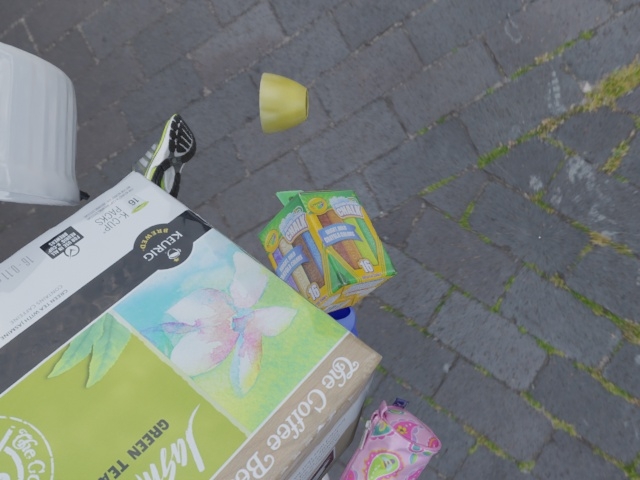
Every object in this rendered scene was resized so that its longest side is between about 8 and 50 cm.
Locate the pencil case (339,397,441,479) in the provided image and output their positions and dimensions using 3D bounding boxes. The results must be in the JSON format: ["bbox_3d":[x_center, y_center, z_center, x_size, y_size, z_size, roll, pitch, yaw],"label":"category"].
[{"bbox_3d":[0.077,0.402,1.015,0.124,0.124,0.284,33,100,16],"label":"pencil case"}]

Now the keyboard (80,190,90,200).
[{"bbox_3d":[-0.410,-0.096,0.857,0.108,0.180,0.023,24,83,16],"label":"keyboard"}]

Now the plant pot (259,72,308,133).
[{"bbox_3d":[-0.077,-0.303,1.376,0.095,0.134,0.134,1,91,5],"label":"plant pot"}]

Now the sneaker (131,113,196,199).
[{"bbox_3d":[-0.402,-0.200,1.537,0.121,0.111,0.299,-8,46,24],"label":"sneaker"}]

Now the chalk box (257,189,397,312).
[{"bbox_3d":[0.000,0.000,1.013,0.132,0.132,0.213,-42,68,41],"label":"chalk box"}]

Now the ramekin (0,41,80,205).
[{"bbox_3d":[-0.378,-0.116,0.612,0.277,0.277,0.135,5,89,19],"label":"ramekin"}]

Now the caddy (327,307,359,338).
[{"bbox_3d":[-0.076,0.221,1.279,0.341,0.241,0.179,-8,114,29],"label":"caddy"}]

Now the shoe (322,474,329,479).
[{"bbox_3d":[-0.051,0.396,1.102,0.178,0.081,0.063,62,142,18],"label":"shoe"}]

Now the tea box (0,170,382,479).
[{"bbox_3d":[-0.175,0.168,0.577,0.324,0.220,0.329,35,58,19],"label":"tea box"}]
